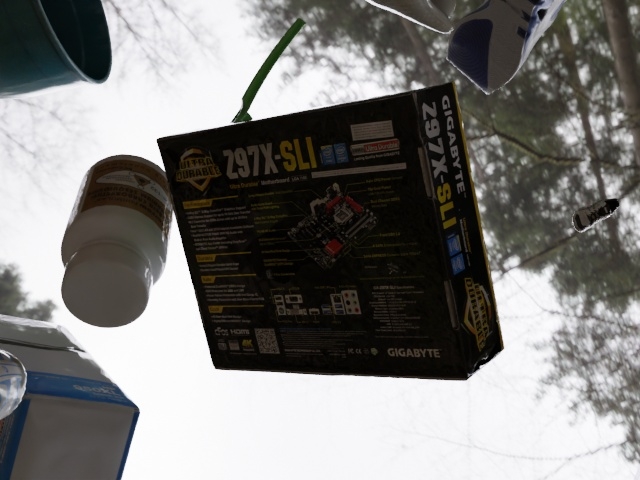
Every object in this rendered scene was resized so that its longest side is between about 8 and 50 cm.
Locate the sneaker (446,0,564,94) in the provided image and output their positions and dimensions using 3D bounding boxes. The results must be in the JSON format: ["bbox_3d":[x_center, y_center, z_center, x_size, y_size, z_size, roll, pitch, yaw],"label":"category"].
[{"bbox_3d":[0.324,-0.365,1.352,0.182,0.315,0.127,-31,-110,-32],"label":"sneaker"}]

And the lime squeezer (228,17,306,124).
[{"bbox_3d":[-0.077,-0.098,1.034,0.110,0.059,0.310,3,-87,6],"label":"lime squeezer"}]

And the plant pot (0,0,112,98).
[{"bbox_3d":[-0.482,-0.324,1.343,0.255,0.271,0.272,-15,-119,8],"label":"plant pot"}]

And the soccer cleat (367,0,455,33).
[{"bbox_3d":[0.134,-0.283,0.626,0.331,0.143,0.116,-45,-164,43],"label":"soccer cleat"}]

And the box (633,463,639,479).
[{"bbox_3d":[0.469,0.209,1.054,0.057,0.201,0.293,38,-120,-2],"label":"box"}]

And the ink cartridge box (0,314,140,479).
[{"bbox_3d":[-0.429,0.295,1.327,0.395,0.166,0.285,23,-82,58],"label":"ink cartridge box"}]

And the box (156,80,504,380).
[{"bbox_3d":[0.000,0.000,0.891,0.322,0.079,0.257,-5,-79,39],"label":"box"}]

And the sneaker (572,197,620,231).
[{"bbox_3d":[0.390,-0.040,1.298,0.083,0.032,0.037,-32,-175,-32],"label":"sneaker"}]

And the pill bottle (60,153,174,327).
[{"bbox_3d":[-0.255,-0.001,1.155,0.131,0.131,0.229,-25,-148,13],"label":"pill bottle"}]

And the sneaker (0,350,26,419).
[{"bbox_3d":[-0.368,0.155,0.812,0.237,0.086,0.085,-29,-116,21],"label":"sneaker"}]
